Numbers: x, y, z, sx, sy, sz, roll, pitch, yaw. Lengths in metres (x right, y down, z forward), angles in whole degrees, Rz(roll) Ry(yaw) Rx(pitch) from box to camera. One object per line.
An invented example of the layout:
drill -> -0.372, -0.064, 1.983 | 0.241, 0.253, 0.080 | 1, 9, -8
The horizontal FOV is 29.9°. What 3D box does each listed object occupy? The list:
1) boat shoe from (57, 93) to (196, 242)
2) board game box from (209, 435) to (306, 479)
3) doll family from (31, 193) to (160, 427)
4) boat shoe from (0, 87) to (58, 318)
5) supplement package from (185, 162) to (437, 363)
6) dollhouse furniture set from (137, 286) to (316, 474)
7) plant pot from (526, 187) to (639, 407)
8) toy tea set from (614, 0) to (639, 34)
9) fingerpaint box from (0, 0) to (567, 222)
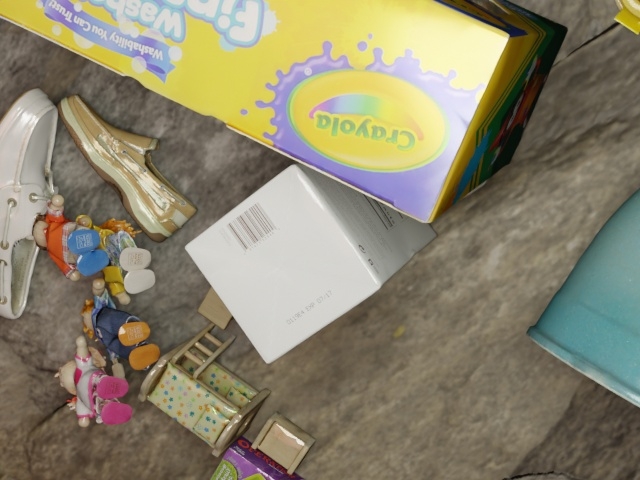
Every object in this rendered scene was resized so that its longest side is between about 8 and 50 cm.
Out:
boat shoe -> -0.207, -0.092, 1.316 | 0.072, 0.068, 0.190 | -37, 99, 8
board game box -> -0.094, 0.420, 1.383 | 0.208, 0.056, 0.347 | 32, 108, 5
doll family -> -0.231, 0.070, 1.302 | 0.163, 0.118, 0.263 | 17, 117, 58
boat shoe -> -0.330, -0.036, 1.348 | 0.096, 0.098, 0.277 | 27, 117, 11
supplement package -> 0.000, 0.000, 1.163 | 0.139, 0.244, 0.134 | -36, 89, 20
dollhouse furniture set -> -0.075, 0.149, 1.293 | 0.182, 0.101, 0.161 | 34, 109, 9
plant pot -> 0.364, 0.040, 1.056 | 0.272, 0.271, 0.255 | 30, 94, 11
toy tea set -> 0.421, -0.212, 1.047 | 0.336, 0.124, 0.200 | 34, 109, 9
fingerpaint box -> -0.030, -0.206, 1.067 | 0.445, 0.371, 0.163 | 26, 107, 12
